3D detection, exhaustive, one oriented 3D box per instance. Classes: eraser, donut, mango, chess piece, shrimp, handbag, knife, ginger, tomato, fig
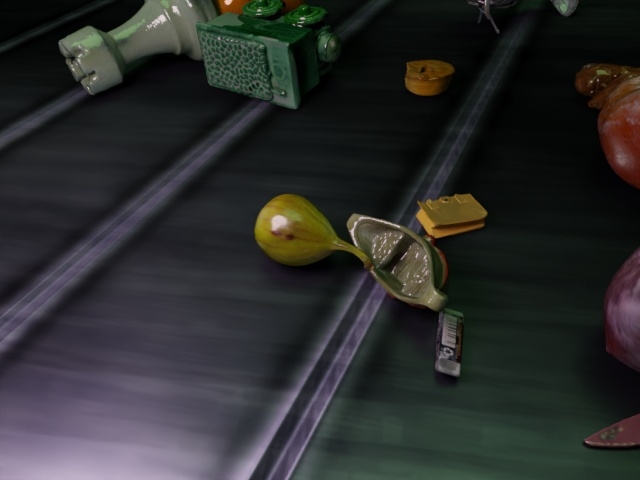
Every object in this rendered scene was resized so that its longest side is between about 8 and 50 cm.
[{"bbox_3d":[0.140,0.109,0.615,0.027,0.019,0.099,17,43,2],"label":"eraser"},{"bbox_3d":[0.210,-0.316,1.098,0.097,0.043,0.108,8,40,14],"label":"donut"},{"bbox_3d":[-0.135,-0.529,1.297,0.257,0.187,0.138,-13,84,-25],"label":"mango"},{"bbox_3d":[-0.374,-0.422,1.175,0.299,0.194,0.195,-36,49,-21],"label":"chess piece"},{"bbox_3d":[0.432,-0.585,1.286,0.411,0.221,0.166,-14,62,-32],"label":"shrimp"},{"bbox_3d":[0.180,-0.036,0.779,0.083,0.027,0.061,-12,41,-13],"label":"handbag"},{"bbox_3d":[0.365,0.163,0.538,0.247,0.018,0.035,-14,43,-8],"label":"knife"},{"bbox_3d":[0.521,-0.269,0.999,0.162,0.073,0.103,23,33,37],"label":"ginger"},{"bbox_3d":[0.488,-0.172,0.807,0.214,0.180,0.155,-26,38,-30],"label":"tomato"},{"bbox_3d":[-0.008,0.010,0.708,0.166,0.093,0.093,37,52,17],"label":"fig"}]

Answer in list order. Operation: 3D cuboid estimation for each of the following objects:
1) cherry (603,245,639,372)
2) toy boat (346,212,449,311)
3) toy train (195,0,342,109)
[{"bbox_3d":[0.397,0.050,0.525,0.266,0.183,0.213,-30,-7,18],"label":"cherry"},{"bbox_3d":[0.098,0.027,0.662,0.071,0.089,0.185,24,15,-42],"label":"toy boat"},{"bbox_3d":[-0.094,-0.382,1.124,0.266,0.145,0.202,22,49,28],"label":"toy train"}]
